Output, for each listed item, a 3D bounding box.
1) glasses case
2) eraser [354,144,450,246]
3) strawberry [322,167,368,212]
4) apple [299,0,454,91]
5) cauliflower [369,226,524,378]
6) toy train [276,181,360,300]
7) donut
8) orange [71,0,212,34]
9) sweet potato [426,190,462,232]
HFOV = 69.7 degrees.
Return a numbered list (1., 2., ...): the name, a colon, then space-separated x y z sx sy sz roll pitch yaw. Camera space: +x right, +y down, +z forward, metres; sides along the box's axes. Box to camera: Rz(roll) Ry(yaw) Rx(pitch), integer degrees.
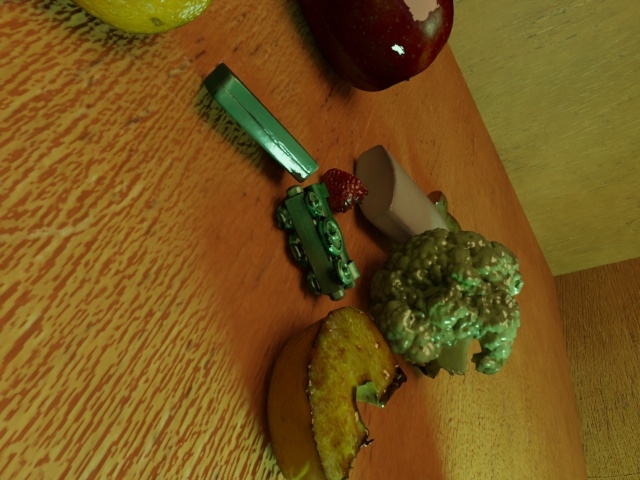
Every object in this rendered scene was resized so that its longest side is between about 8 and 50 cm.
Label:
1. glasses case: -0.079 -0.159 0.640 0.184 0.039 0.078 42 10 -38
2. eraser: 0.180 -0.057 0.967 0.270 0.095 0.174 37 38 -44
3. strawberry: 0.038 -0.088 0.793 0.083 0.073 0.073 53 33 -3
4. apple: 0.113 -0.471 0.926 0.317 0.288 0.288 44 39 -24
5. cauliflower: 0.236 0.118 0.798 0.327 0.260 0.281 -34 101 -23
6. toy train: 0.000 0.000 0.684 0.178 0.071 0.104 67 21 -3
7. donut: 0.016 0.167 0.583 0.259 0.101 0.152 -25 94 -58
8. orange: -0.194 -0.330 0.461 0.224 0.170 0.224 37 43 -45
9. sweet potato: 0.350 -0.028 1.251 0.059 0.067 0.281 -51 130 -13
